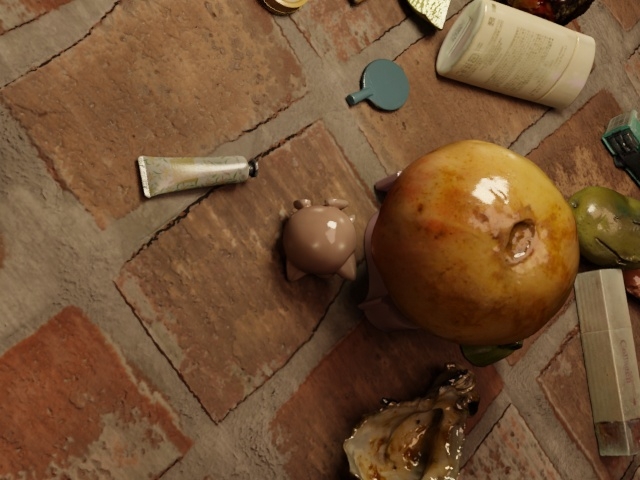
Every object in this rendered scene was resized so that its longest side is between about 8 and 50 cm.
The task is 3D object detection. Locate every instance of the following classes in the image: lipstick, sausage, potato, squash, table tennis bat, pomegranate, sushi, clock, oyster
[{"bbox_3d":[0.591,0.246,1.864,0.076,0.080,0.371,0,80,-34],"label":"lipstick"},{"bbox_3d":[0.758,0.142,2.006,0.304,0.078,0.078,37,61,-22],"label":"sausage"},{"bbox_3d":[0.199,-0.487,1.793,0.120,0.081,0.149,15,86,1],"label":"potato"},{"bbox_3d":[0.333,0.176,1.672,0.105,0.132,0.105,7,76,-31],"label":"squash"},{"bbox_3d":[0.108,-0.283,1.699,0.155,0.019,0.100,-30,97,-37],"label":"table tennis bat"},{"bbox_3d":[0.239,0.004,1.472,0.338,0.338,0.338,9,74,-32],"label":"pomegranate"},{"bbox_3d":[0.442,-0.576,1.898,0.182,0.196,0.343,-24,87,7],"label":"sushi"},{"bbox_3d":[0.207,0.052,1.650,0.290,0.080,0.275,24,67,-26],"label":"clock"},{"bbox_3d":[0.166,0.313,1.528,0.337,0.133,0.198,-43,102,-36],"label":"oyster"},{"bbox_3d":[0.610,-0.024,1.901,0.248,0.143,0.169,22,53,-27],"label":"potato"}]

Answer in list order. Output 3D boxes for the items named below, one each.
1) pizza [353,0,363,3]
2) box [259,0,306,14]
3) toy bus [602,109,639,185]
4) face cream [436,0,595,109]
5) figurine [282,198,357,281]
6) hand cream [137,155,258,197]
[{"bbox_3d":[0.061,-0.564,1.709,0.193,0.053,0.201,41,71,-22],"label":"pizza"},{"bbox_3d":[-0.068,-0.450,1.607,0.105,0.037,0.105,8,74,-32],"label":"box"},{"bbox_3d":[0.746,-0.174,2.067,0.261,0.091,0.109,45,52,-20],"label":"toy bus"},{"bbox_3d":[0.408,-0.369,1.841,0.348,0.173,0.081,8,39,-32],"label":"face cream"},{"bbox_3d":[0.000,0.000,1.500,0.125,0.125,0.138,-4,91,-35],"label":"figurine"},{"bbox_3d":[-0.189,-0.108,1.442,0.194,0.042,0.067,-7,84,-31],"label":"hand cream"}]
